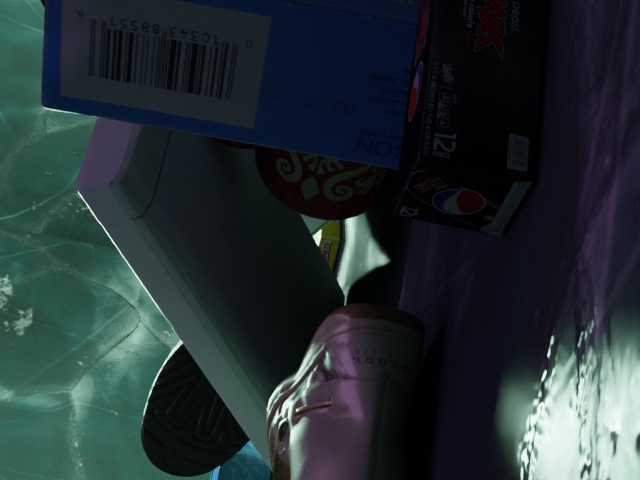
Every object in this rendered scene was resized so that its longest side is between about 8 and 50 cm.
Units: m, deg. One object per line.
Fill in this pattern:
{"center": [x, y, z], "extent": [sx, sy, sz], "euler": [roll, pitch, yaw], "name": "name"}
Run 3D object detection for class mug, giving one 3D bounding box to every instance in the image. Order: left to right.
{"center": [0.007, -0.101, 1.003], "extent": [0.113, 0.150, 0.169], "euler": [58, 152, 21], "name": "mug"}

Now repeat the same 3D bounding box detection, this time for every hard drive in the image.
{"center": [-0.071, 0.007, 1.079], "extent": [0.233, 0.047, 0.353], "euler": [-84, -27, -47], "name": "hard drive"}

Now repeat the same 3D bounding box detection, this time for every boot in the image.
{"center": [-0.135, 0.135, 1.887], "extent": [0.367, 0.146, 0.445], "euler": [-61, 8, -5], "name": "boot"}
{"center": [0.006, 0.154, 0.762], "extent": [0.213, 0.077, 0.165], "euler": [112, 166, -54], "name": "boot"}

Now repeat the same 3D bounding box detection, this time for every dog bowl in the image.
{"center": [-0.118, 0.356, 1.848], "extent": [0.297, 0.074, 0.166], "euler": [155, 125, -85], "name": "dog bowl"}

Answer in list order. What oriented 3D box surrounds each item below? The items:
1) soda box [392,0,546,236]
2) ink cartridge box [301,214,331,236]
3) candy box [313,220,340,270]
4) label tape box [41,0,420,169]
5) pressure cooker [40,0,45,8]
{"center": [0.073, -0.091, 0.629], "extent": [0.060, 0.053, 0.169], "euler": [108, 172, -63], "name": "soda box"}
{"center": [0.012, -0.120, 1.327], "extent": [0.255, 0.097, 0.189], "euler": [-38, 24, 25], "name": "ink cartridge box"}
{"center": [0.000, 0.000, 1.511], "extent": [0.206, 0.027, 0.105], "euler": [-90, 15, -66], "name": "candy box"}
{"center": [-0.015, -0.197, 0.824], "extent": [0.333, 0.240, 0.106], "euler": [-83, 4, -47], "name": "label tape box"}
{"center": [-0.083, -0.393, 1.217], "extent": [0.375, 0.420, 0.370], "euler": [67, -174, -58], "name": "pressure cooker"}
